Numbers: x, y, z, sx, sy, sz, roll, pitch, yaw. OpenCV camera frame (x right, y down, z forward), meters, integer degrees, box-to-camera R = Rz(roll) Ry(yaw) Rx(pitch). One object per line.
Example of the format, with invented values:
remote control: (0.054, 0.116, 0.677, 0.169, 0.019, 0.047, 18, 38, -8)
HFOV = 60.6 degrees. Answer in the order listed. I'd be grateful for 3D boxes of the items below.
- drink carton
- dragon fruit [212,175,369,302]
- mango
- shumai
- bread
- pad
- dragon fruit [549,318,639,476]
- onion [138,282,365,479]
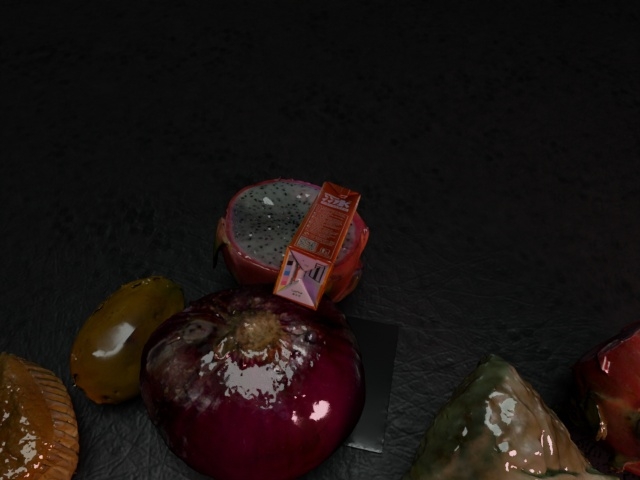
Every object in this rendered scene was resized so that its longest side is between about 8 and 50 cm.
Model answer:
drink carton: (0.000, 0.000, 0.854, 0.071, 0.096, 0.222, 21, 33, 3)
dragon fruit: (-0.057, 0.023, 1.052, 0.291, 0.189, 0.290, 6, 47, -7)
mango: (-0.328, 0.165, 0.960, 0.156, 0.151, 0.248, 41, 49, -12)
shumai: (0.284, 0.340, 0.736, 0.289, 0.329, 0.292, 28, 31, 29)
bread: (-0.501, 0.301, 0.841, 0.228, 0.142, 0.253, -29, 61, -13)
pad: (0.045, 0.245, 0.991, 0.170, 0.006, 0.245, 11, 53, 5)
dragon fruit: (0.547, 0.277, 0.854, 0.269, 0.250, 0.291, -29, 75, -16)
onion: (-0.092, 0.236, 0.830, 0.337, 0.281, 0.260, -7, 54, -22)
